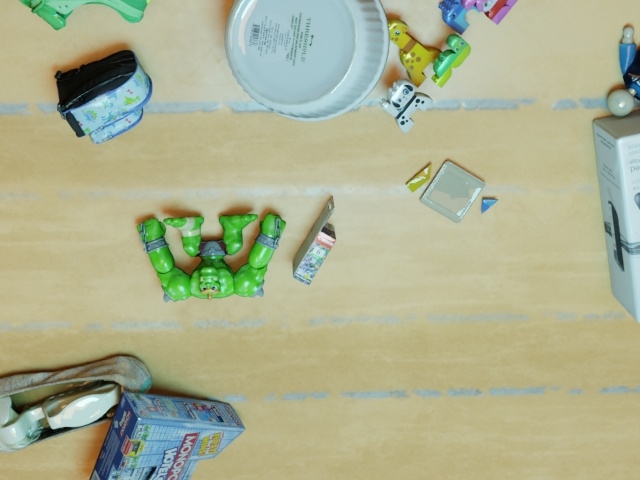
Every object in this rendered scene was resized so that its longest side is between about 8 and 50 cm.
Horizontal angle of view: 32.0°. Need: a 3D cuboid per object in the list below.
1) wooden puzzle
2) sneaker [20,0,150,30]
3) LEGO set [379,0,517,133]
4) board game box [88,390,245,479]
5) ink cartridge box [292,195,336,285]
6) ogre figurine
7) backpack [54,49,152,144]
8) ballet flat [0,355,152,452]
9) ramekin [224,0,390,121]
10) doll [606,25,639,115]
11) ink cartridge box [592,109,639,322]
[{"bbox_3d":[0.184,-0.069,1.559,0.116,0.014,0.078,36,108,-14],"label":"wooden puzzle"},{"bbox_3d":[-0.353,-0.323,1.384,0.295,0.109,0.123,8,117,1],"label":"sneaker"},{"bbox_3d":[0.138,-0.264,1.445,0.093,0.087,0.227,32,106,-28],"label":"LEGO set"},{"bbox_3d":[-0.215,0.298,1.603,0.194,0.060,0.194,0,126,-37],"label":"board game box"},{"bbox_3d":[0.000,0.000,1.545,0.029,0.063,0.115,28,106,-11],"label":"ink cartridge box"},{"bbox_3d":[-0.147,0.024,1.535,0.197,0.097,0.118,-4,92,-18],"label":"ogre figurine"},{"bbox_3d":[-0.274,-0.188,1.445,0.114,0.105,0.084,-26,131,5],"label":"backpack"},{"bbox_3d":[-0.396,0.241,1.587,0.316,0.106,0.107,-19,109,4],"label":"ballet flat"},{"bbox_3d":[-0.022,-0.250,1.399,0.207,0.109,0.207,2,100,13],"label":"ramekin"},{"bbox_3d":[0.456,-0.242,1.494,0.129,0.046,0.189,41,105,-7],"label":"doll"},{"bbox_3d":[0.498,-0.044,1.531,0.197,0.114,0.273,-12,110,0],"label":"ink cartridge box"}]
